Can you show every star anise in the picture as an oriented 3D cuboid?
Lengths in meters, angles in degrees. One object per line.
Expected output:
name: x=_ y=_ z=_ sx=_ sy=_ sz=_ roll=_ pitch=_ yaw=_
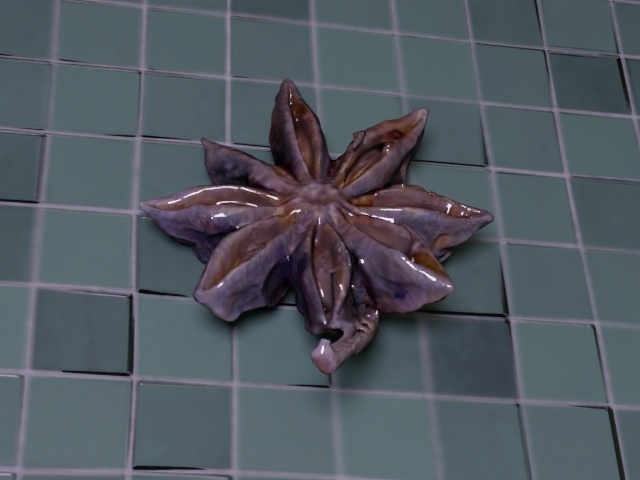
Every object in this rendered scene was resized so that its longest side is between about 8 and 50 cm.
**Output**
star anise: x=-0.001 y=0.000 z=0.885 sx=0.230 sy=0.081 sz=0.262 roll=4 pitch=44 yaw=-11
